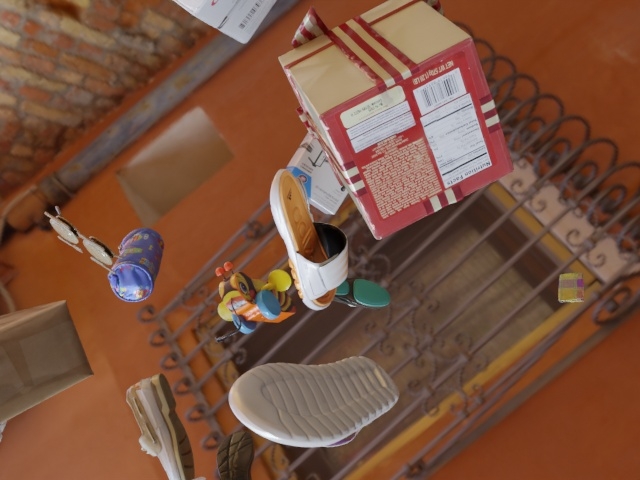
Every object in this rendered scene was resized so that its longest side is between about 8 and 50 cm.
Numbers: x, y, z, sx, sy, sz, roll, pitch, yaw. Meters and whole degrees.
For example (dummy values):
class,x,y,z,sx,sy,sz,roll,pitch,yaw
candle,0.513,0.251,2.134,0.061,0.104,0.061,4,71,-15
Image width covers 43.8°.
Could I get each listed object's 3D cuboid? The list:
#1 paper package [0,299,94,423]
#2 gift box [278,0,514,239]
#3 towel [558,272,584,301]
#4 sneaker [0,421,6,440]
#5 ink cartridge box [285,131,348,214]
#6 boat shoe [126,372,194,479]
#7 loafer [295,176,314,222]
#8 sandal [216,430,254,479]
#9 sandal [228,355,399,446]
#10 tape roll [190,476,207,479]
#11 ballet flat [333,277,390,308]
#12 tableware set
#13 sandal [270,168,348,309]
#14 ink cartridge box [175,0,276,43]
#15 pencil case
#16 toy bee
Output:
class,x,y,z,sx,sy,sz,roll,pitch,yaw
paper package,-0.673,0.262,1.564,0.325,0.310,0.168,-27,-78,-49
gift box,0.102,-0.207,1.125,0.258,0.255,0.276,-117,4,-56
towel,0.612,0.115,1.942,0.009,0.060,0.083,58,-146,-45
sneaker,-0.813,0.437,1.965,0.071,0.068,0.169,37,-124,-50
ink cartridge box,0.017,-0.185,1.911,0.148,0.203,0.086,32,176,-14
boat shoe,-0.406,0.498,2.032,0.113,0.103,0.302,56,-166,-78
loafer,-0.046,-0.080,1.781,0.045,0.039,0.125,-139,30,-61
sandal,-0.184,0.537,1.804,0.060,0.090,0.219,85,174,-49
sandal,-0.002,0.298,1.394,0.416,0.102,0.169,3,-143,-50
tape roll,-0.357,0.645,1.776,0.100,0.286,0.286,62,-173,3
ballet flat,0.088,0.166,2.589,0.281,0.095,0.096,16,156,-22
tableware set,-0.570,-0.007,1.923,0.194,0.039,0.128,30,154,16
sandal,-0.003,0.007,1.193,0.265,0.076,0.102,68,-149,-41
ink cartridge box,-0.169,-0.564,1.534,0.166,0.285,0.395,37,-170,2
pencil case,-0.524,0.063,2.268,0.306,0.133,0.119,-105,17,-68
toy bee,-0.159,0.119,1.803,0.162,0.195,0.298,63,-178,9
